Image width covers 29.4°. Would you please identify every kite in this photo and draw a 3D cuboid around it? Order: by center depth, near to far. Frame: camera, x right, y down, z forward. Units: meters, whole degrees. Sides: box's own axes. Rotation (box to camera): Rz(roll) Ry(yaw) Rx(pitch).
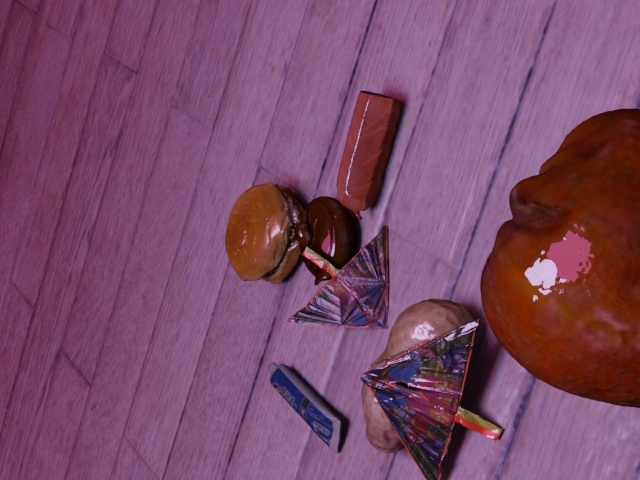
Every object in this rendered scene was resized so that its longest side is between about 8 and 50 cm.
[{"bbox_3d":[0.131,0.184,1.435,0.183,0.014,0.241,24,117,17],"label":"kite"},{"bbox_3d":[0.035,0.062,1.636,0.190,0.010,0.159,-43,73,4],"label":"kite"}]

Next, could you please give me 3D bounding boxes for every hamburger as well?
[{"bbox_3d":[-0.082,-0.012,1.809,0.147,0.083,0.138,-55,39,28],"label":"hamburger"}]

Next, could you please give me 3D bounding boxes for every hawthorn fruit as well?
[{"bbox_3d":[0.311,0.035,1.109,0.298,0.277,0.277,34,113,23],"label":"hawthorn fruit"}]

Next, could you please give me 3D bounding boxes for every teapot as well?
[{"bbox_3d":[0.000,0.000,1.692,0.098,0.078,0.129,-32,58,47],"label":"teapot"}]

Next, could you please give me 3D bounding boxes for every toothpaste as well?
[{"bbox_3d":[-0.024,0.226,1.718,0.197,0.034,0.057,40,131,49],"label":"toothpaste"}]

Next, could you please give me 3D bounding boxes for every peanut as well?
[{"bbox_3d":[0.111,0.165,1.496,0.104,0.085,0.228,51,126,33],"label":"peanut"}]

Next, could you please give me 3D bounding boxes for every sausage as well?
[{"bbox_3d":[0.061,-0.115,1.650,0.065,0.065,0.169,29,107,53],"label":"sausage"}]
